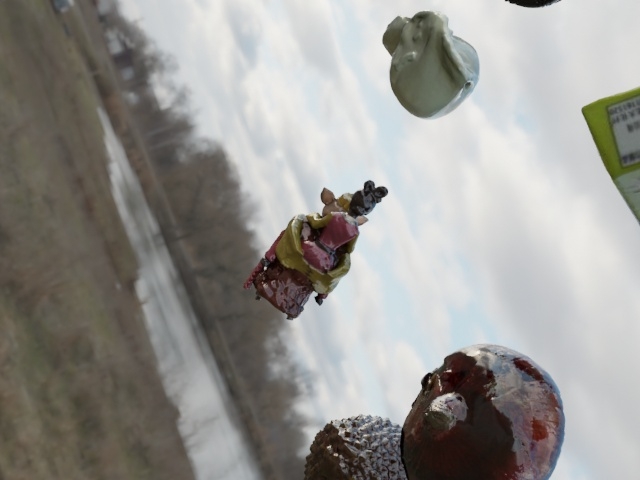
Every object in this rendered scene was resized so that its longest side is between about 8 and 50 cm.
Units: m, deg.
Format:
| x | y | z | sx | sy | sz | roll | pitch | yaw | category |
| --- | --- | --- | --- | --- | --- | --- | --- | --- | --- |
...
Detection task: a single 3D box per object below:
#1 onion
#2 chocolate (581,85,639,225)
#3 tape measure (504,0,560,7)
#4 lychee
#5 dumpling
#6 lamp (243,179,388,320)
| x | y | z | sx | sy | sz | roll | pitch | yaw | category |
| --- | --- | --- | --- | --- | --- | --- | --- | --- | --- |
| 0.210 | 0.270 | 1.644 | 0.195 | 0.272 | 0.272 | 33 | 19 | -38 | onion |
| 0.597 | -0.140 | 1.752 | 0.289 | 0.300 | 0.137 | 39 | 38 | -52 | chocolate |
| 0.362 | -0.492 | 1.916 | 0.186 | 0.112 | 0.199 | 25 | -40 | 21 | tape measure |
| 0.079 | 0.417 | 1.974 | 0.236 | 0.236 | 0.271 | 66 | 7 | 31 | lychee |
| 0.145 | -0.243 | 1.522 | 0.151 | 0.124 | 0.229 | 59 | -15 | -1 | dumpling |
| 0.000 | 0.000 | 1.678 | 0.118 | 0.253 | 0.118 | 35 | 10 | -7 | lamp |
